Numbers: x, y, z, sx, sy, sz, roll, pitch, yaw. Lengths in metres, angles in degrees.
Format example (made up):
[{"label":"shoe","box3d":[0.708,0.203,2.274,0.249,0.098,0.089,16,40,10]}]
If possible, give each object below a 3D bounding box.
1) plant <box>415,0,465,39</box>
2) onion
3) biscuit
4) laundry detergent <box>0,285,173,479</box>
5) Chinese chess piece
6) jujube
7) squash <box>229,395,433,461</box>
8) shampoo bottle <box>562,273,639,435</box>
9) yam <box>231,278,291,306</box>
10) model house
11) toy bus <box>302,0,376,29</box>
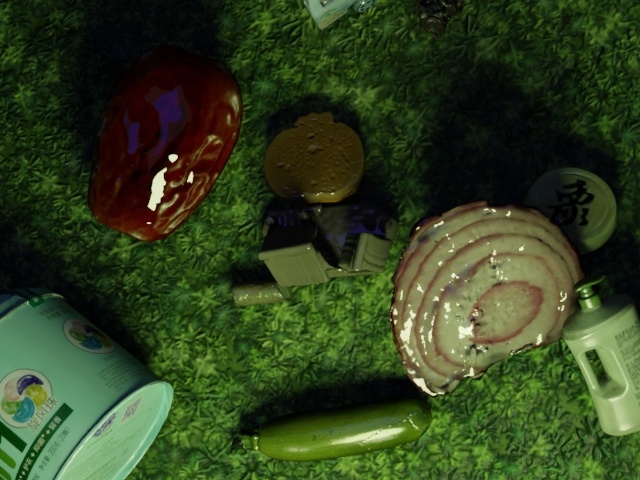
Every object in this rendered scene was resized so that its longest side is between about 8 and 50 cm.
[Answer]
[{"label":"plant","box3d":[0.213,-0.415,1.901,0.174,0.085,0.087,-56,33,0]},{"label":"onion","box3d":[0.236,0.054,1.732,0.314,0.146,0.280,-19,112,-4]},{"label":"biscuit","box3d":[-0.008,-0.132,1.903,0.170,0.050,0.170,-3,65,7]},{"label":"laundry detergent","box3d":[-0.436,0.245,1.809,0.305,0.287,0.287,36,89,15]},{"label":"Chinese chess piece","box3d":[0.383,-0.045,1.782,0.144,0.058,0.144,-1,60,2]},{"label":"jujube","box3d":[-0.260,-0.160,1.895,0.223,0.223,0.318,25,93,15]},{"label":"squash","box3d":[0.012,0.299,1.810,0.331,0.087,0.087,-9,78,11]},{"label":"shampoo bottle","box3d":[0.424,0.159,1.693,0.118,0.087,0.234,-27,106,-2]},{"label":"yam","box3d":[-0.097,0.084,1.891,0.094,0.043,0.043,-7,79,11]},{"label":"model house","box3d":[0.001,0.007,1.825,0.229,0.188,0.122,-2,95,12]},{"label":"toy bus","box3d":[0.108,-0.479,1.900,0.329,0.136,0.109,-30,78,7]}]
